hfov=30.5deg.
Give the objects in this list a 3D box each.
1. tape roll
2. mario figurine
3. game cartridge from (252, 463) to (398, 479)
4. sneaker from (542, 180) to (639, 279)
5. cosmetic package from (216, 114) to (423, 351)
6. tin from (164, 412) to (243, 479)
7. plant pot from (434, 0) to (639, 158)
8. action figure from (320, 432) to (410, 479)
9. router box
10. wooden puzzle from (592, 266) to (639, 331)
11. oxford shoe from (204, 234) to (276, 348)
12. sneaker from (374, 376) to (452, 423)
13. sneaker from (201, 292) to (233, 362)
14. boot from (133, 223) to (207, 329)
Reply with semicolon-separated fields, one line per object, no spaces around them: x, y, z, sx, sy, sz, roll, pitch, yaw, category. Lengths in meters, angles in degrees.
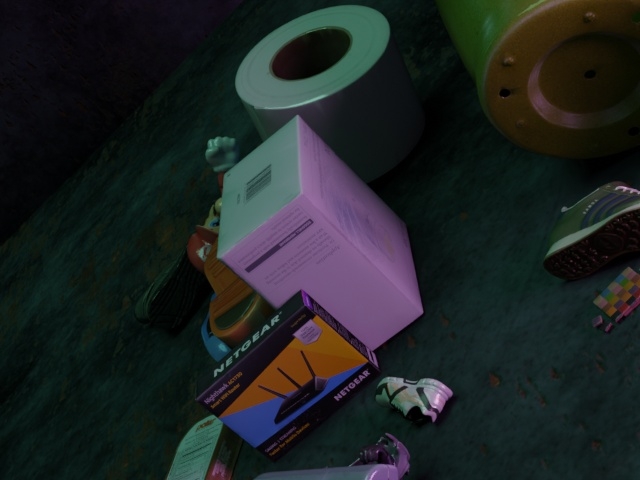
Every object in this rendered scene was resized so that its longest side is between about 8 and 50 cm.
0.016;-0.212;1.749;0.246;0.169;0.246;-16;39;13;tape roll
-0.101;-0.079;1.848;0.198;0.170;0.320;-10;41;53;mario figurine
-0.007;0.339;0.979;0.196;0.060;0.294;-21;64;53;game cartridge
0.305;-0.031;1.179;0.192;0.064;0.086;-28;34;45;sneaker
0.000;0.000;1.462;0.138;0.225;0.224;-37;25;17;cosmetic package
-0.156;0.298;1.500;0.106;0.040;0.190;-26;30;33;tin
0.284;-0.292;1.341;0.366;0.366;0.353;-32;39;32;plant pot
0.031;0.278;1.128;0.185;0.099;0.285;-53;20;-1;action figure
-0.040;0.161;1.388;0.179;0.133;0.046;-42;23;14;router box
0.293;0.053;1.141;0.083;0.006;0.049;-45;23;5;wooden puzzle
-0.074;0.055;1.620;0.130;0.133;0.364;-40;25;22;oxford shoe
0.092;0.173;1.260;0.109;0.040;0.044;-13;43;54;sneaker
-0.111;0.102;1.678;0.090;0.081;0.232;-48;20;17;sneaker
-0.225;0.041;1.988;0.246;0.083;0.161;-50;17;-10;boot
